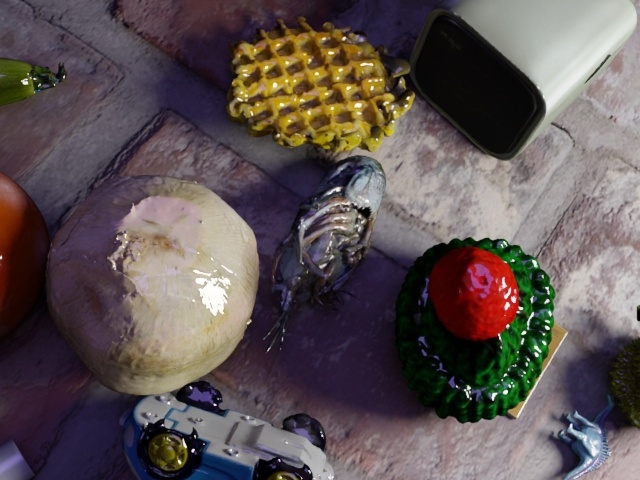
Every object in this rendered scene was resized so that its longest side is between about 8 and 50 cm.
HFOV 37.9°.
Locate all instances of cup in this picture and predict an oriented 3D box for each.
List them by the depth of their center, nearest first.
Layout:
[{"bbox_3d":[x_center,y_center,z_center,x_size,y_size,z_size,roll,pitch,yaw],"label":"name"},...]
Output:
[{"bbox_3d":[-0.454,0.346,1.286,0.116,0.074,0.104,-32,101,-22],"label":"cup"}]

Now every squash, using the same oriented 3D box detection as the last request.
[{"bbox_3d":[-0.569,-0.241,1.476,0.331,0.087,0.087,-13,72,-13],"label":"squash"}]

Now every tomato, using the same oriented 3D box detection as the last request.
[{"bbox_3d":[-0.506,0.018,1.299,0.264,0.265,0.265,2,69,-7],"label":"tomato"}]

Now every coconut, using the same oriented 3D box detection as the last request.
[{"bbox_3d":[-0.230,0.050,1.287,0.297,0.255,0.297,10,46,-11],"label":"coconut"}]

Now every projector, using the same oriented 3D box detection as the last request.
[{"bbox_3d":[0.325,-0.320,1.533,0.248,0.249,0.249,44,71,10],"label":"projector"}]

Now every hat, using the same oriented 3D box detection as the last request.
[{"bbox_3d":[0.227,0.098,1.310,0.242,0.332,0.274,-7,67,-1],"label":"hat"}]

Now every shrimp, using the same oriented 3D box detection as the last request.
[{"bbox_3d":[0.000,-0.002,1.412,0.137,0.172,0.372,-1,49,26],"label":"shrimp"}]

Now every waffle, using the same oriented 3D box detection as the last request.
[{"bbox_3d":[-0.001,-0.250,1.535,0.329,0.062,0.329,5,54,-7],"label":"waffle"}]

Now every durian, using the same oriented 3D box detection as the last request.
[{"bbox_3d":[0.527,0.211,1.417,0.146,0.159,0.198,19,35,-10],"label":"durian"}]

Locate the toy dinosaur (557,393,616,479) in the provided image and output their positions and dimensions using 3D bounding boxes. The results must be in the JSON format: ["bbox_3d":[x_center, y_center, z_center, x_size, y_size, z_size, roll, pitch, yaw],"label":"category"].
[{"bbox_3d":[0.404,0.306,1.419,0.080,0.045,0.197,34,60,1],"label":"toy dinosaur"}]

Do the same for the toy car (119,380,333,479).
[{"bbox_3d":[-0.132,0.316,1.284,0.314,0.198,0.166,18,100,1],"label":"toy car"}]

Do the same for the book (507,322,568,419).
[{"bbox_3d":[0.302,0.179,1.470,0.118,0.012,0.172,35,69,7],"label":"book"}]
